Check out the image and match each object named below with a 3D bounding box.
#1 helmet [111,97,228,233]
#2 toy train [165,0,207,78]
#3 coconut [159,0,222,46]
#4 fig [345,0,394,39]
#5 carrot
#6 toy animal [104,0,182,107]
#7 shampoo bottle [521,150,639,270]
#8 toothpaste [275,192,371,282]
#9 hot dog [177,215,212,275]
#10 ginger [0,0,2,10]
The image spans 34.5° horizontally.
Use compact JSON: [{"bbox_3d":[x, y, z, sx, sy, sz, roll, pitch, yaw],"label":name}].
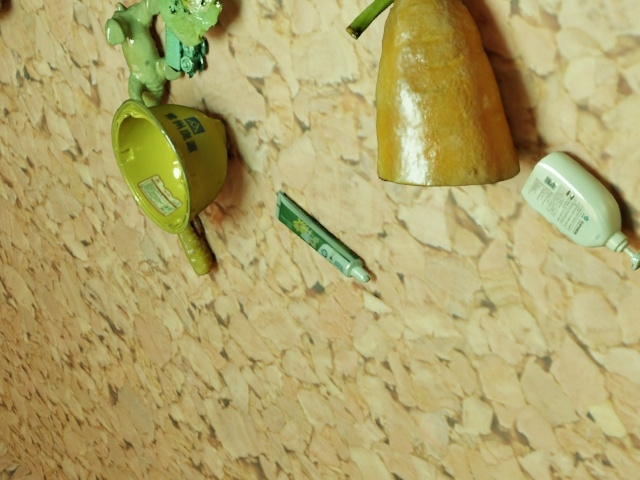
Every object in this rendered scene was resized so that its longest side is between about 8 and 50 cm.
[{"bbox_3d":[-0.212,-0.135,1.586,0.205,0.140,0.257,53,150,11],"label":"helmet"},{"bbox_3d":[-0.203,-0.315,1.542,0.071,0.038,0.148,34,136,33],"label":"toy train"},{"bbox_3d":[-0.180,-0.342,1.438,0.133,0.055,0.158,44,125,12],"label":"coconut"},{"bbox_3d":[0.070,-0.330,1.115,0.142,0.148,0.186,8,155,36],"label":"fig"},{"bbox_3d":[0.134,-0.178,1.138,0.159,0.159,0.225,6,104,50],"label":"carrot"},{"bbox_3d":[-0.284,-0.284,1.636,0.101,0.103,0.219,35,144,62],"label":"toy animal"},{"bbox_3d":[0.289,-0.026,1.104,0.152,0.045,0.077,46,141,24],"label":"shampoo bottle"},{"bbox_3d":[0.000,0.000,1.506,0.204,0.031,0.049,40,138,31],"label":"toothpaste"},{"bbox_3d":[-0.237,-0.041,1.766,0.066,0.047,0.216,-82,-33,-86],"label":"hot dog"},{"bbox_3d":[-0.689,-0.521,1.912,0.256,0.176,0.375,28,136,17],"label":"ginger"}]
